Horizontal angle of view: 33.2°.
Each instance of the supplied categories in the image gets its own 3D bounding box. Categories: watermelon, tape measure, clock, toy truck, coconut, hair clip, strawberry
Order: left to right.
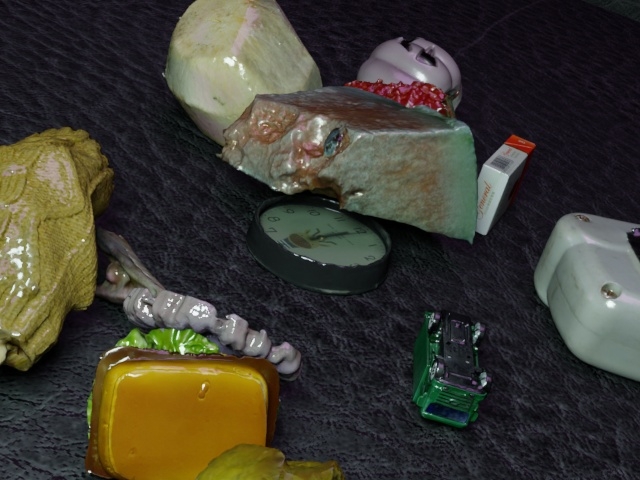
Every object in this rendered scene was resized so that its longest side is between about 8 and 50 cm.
[{"bbox_3d":[-0.147,0.068,1.060,0.300,0.069,0.173,27,-5,45],"label":"hair clip"},{"bbox_3d":[-0.105,-0.229,1.529,0.197,0.237,0.237,-32,41,-1],"label":"coconut"},{"bbox_3d":[0.000,0.000,1.329,0.184,0.040,0.184,13,29,-7],"label":"clock"},{"bbox_3d":[0.060,-0.117,1.371,0.302,0.151,0.264,10,15,-38],"label":"watermelon"},{"bbox_3d":[0.094,-0.147,1.539,0.208,0.167,0.087,2,9,19],"label":"strawberry"},{"bbox_3d":[0.135,0.132,1.130,0.065,0.079,0.147,16,28,-4],"label":"toy truck"},{"bbox_3d":[0.414,0.069,1.343,0.258,0.130,0.265,13,29,-12],"label":"tape measure"}]

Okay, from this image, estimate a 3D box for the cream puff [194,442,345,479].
[{"bbox_3d":[-0.023,0.256,0.749,0.244,0.196,0.244,-11,14,3],"label":"cream puff"}]

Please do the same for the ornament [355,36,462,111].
[{"bbox_3d":[0.138,-0.220,1.653,0.177,0.178,0.177,13,29,-7],"label":"ornament"}]

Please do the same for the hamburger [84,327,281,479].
[{"bbox_3d":[-0.118,0.144,0.928,0.165,0.137,0.087,8,1,-17],"label":"hamburger"}]

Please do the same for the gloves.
[{"bbox_3d":[-0.308,-0.007,1.031,0.203,0.155,0.356,-15,30,11],"label":"gloves"}]

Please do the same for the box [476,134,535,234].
[{"bbox_3d":[0.258,-0.082,1.549,0.048,0.100,0.152,26,30,12],"label":"box"}]
